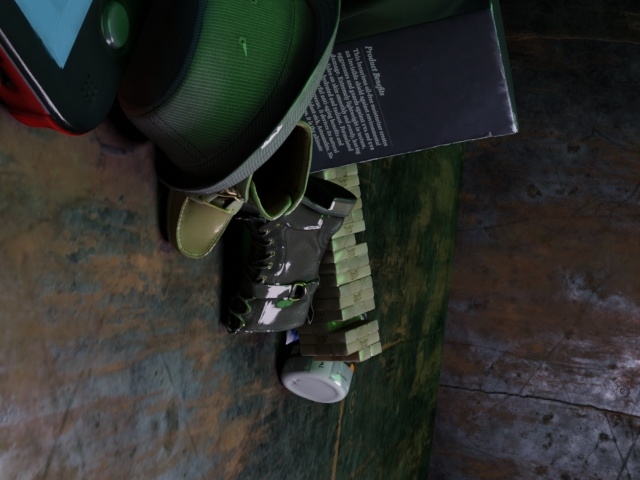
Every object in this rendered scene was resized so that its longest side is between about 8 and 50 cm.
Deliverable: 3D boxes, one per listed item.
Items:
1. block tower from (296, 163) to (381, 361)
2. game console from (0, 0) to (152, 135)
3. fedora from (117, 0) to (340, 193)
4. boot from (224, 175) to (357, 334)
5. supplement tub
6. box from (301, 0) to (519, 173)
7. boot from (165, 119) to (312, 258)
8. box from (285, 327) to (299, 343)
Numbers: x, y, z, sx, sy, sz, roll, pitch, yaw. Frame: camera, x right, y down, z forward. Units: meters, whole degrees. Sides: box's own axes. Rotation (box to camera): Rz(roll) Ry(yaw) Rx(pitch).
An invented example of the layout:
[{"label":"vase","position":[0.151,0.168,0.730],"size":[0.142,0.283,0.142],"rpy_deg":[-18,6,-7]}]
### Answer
[{"label":"block tower","position":[0.010,0.012,1.220],"size":[0.091,0.097,0.335],"rpy_deg":[-14,96,-53]},{"label":"game console","position":[-0.210,-0.307,0.609],"size":[0.386,0.060,0.342],"rpy_deg":[71,31,-56]},{"label":"fedora","position":[-0.107,-0.183,0.802],"size":[0.124,0.244,0.275],"rpy_deg":[36,59,-37]},{"label":"boot","position":[-0.075,0.025,1.078],"size":[0.263,0.091,0.229],"rpy_deg":[8,113,-41]},{"label":"supplement tub","position":[0.011,0.166,1.398],"size":[0.117,0.117,0.190],"rpy_deg":[72,30,-53]},{"label":"box","position":[0.073,-0.257,1.022],"size":[0.296,0.294,0.182],"rpy_deg":[-85,159,-46]},{"label":"boot","position":[-0.088,-0.052,0.865],"size":[0.077,0.165,0.213],"rpy_deg":[17,107,-33]},{"label":"box","position":[-0.047,0.065,1.295],"size":[0.109,0.042,0.178],"rpy_deg":[-6,101,-72]}]
